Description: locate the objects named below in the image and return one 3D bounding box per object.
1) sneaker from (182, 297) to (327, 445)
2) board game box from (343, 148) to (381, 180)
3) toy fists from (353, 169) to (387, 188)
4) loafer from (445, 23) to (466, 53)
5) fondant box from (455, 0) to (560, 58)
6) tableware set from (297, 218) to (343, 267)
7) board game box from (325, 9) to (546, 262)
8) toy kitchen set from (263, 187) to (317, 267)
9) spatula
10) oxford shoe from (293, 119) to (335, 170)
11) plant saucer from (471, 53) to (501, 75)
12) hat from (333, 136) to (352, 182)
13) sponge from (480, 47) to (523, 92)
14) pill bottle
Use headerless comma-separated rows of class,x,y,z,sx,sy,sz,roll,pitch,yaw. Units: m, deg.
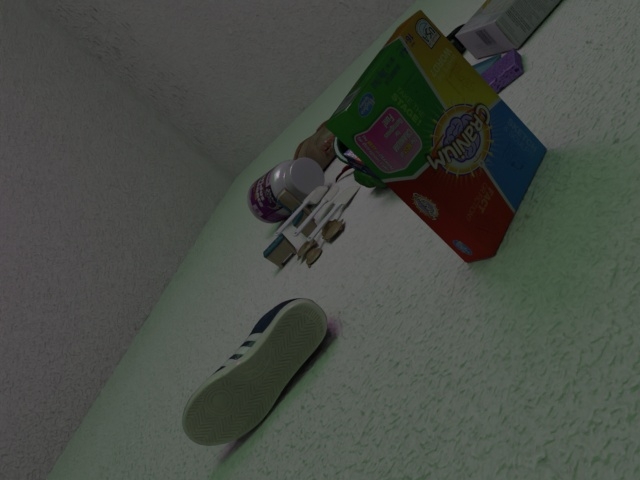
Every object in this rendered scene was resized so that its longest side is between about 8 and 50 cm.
sneaker,-0.125,0.250,1.234,0.350,0.131,0.148,-43,9,-1
board game box,0.187,-0.226,1.450,0.194,0.060,0.194,29,77,40
toy fists,0.196,-0.247,1.591,0.279,0.096,0.142,-54,9,-12
loafer,0.384,-0.571,1.878,0.223,0.076,0.078,-49,7,-16
fondant box,0.524,-0.626,1.601,0.330,0.096,0.238,-47,15,-1
tableware set,0.000,0.000,1.660,0.169,0.020,0.141,-45,16,5
board game box,0.191,-0.159,0.973,0.242,0.316,0.064,-57,18,-26
toy kitchen set,-0.113,-0.040,1.866,0.166,0.122,0.207,-46,16,8
spatula,-0.014,-0.079,1.739,0.168,0.019,0.242,9,46,38
oxford shoe,0.015,-0.343,2.255,0.130,0.123,0.348,-20,33,49
plant saucer,0.396,-0.432,1.627,0.067,0.018,0.192,-52,15,-12
hat,0.141,-0.255,1.884,0.208,0.183,0.173,24,76,30
sponge,0.376,-0.352,1.467,0.210,0.031,0.117,-39,18,32
pill bottle,-0.114,-0.169,2.089,0.301,0.169,0.169,-25,28,57
